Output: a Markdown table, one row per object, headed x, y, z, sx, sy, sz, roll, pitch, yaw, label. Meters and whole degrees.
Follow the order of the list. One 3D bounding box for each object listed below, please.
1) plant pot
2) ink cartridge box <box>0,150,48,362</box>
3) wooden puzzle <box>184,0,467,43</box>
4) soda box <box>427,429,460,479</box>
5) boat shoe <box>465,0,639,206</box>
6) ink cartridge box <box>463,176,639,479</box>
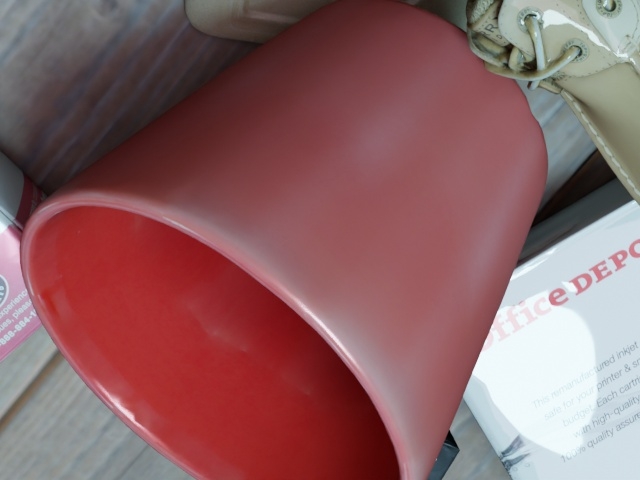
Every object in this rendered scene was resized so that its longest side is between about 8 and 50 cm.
| x | y | z | sx | sy | sz | roll | pitch | yaw | label |
| --- | --- | --- | --- | --- | --- | --- | --- | --- | --- |
| 0.000 | 0.000 | 0.786 | 0.275 | 0.275 | 0.243 | 53 | 56 | -21 | plant pot |
| -0.319 | -0.018 | 0.828 | 0.207 | 0.117 | 0.283 | -41 | 111 | 7 | ink cartridge box |
| 0.044 | -0.225 | 0.843 | 0.238 | 0.044 | 0.221 | 9 | 116 | -7 | wooden puzzle |
| 0.016 | 0.136 | 0.970 | 0.168 | 0.053 | 0.060 | 25 | 104 | -17 | soda box |
| 0.130 | -0.136 | 0.742 | 0.110 | 0.121 | 0.341 | -30 | 86 | -19 | boat shoe |
| 0.218 | 0.114 | 0.933 | 0.198 | 0.115 | 0.273 | -31 | 98 | 3 | ink cartridge box |
